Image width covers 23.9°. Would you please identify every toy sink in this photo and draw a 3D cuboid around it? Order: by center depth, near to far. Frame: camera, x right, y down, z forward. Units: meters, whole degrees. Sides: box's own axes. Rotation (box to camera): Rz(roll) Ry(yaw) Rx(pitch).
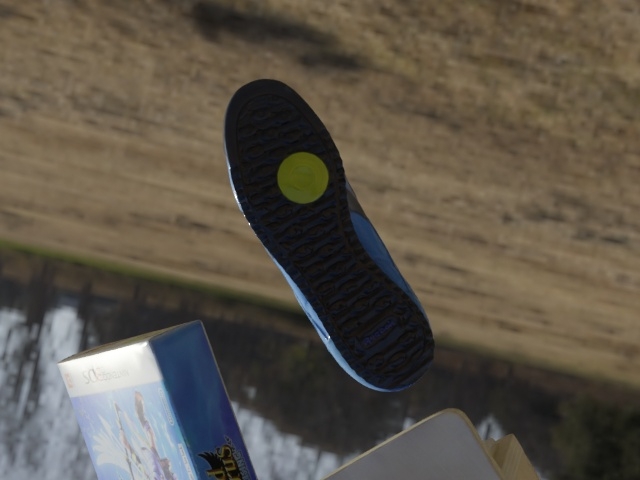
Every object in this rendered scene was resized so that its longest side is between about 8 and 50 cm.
[{"bbox_3d":[0.118,0.253,1.248,0.152,0.234,0.131,-33,-179,15],"label":"toy sink"}]

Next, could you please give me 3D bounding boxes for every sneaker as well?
[{"bbox_3d":[0.000,0.000,0.931,0.069,0.209,0.082,-30,-179,-4],"label":"sneaker"}]

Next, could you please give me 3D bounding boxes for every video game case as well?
[{"bbox_3d":[-0.141,0.221,1.423,0.061,0.270,0.244,-20,-179,-30],"label":"video game case"}]
